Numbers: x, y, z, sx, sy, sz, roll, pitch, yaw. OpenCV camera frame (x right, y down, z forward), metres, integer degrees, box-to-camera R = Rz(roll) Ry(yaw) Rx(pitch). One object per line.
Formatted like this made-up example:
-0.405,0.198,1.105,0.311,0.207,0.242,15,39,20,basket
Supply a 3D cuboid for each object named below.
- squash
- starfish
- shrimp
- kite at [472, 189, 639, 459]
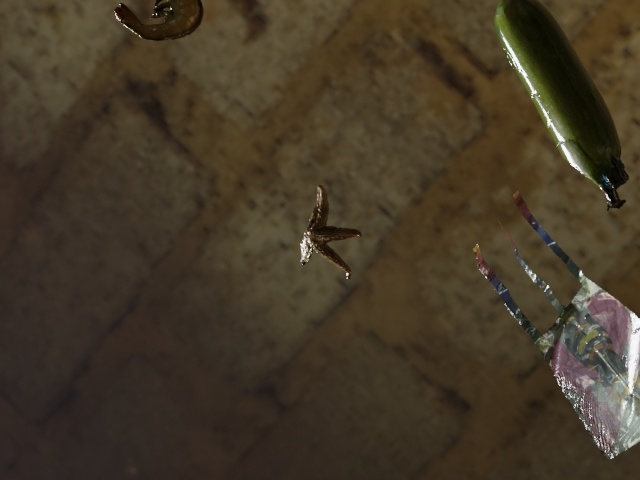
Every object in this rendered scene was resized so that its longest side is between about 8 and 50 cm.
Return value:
0.314,-0.181,1.992,0.087,0.331,0.087,-20,-26,-10,squash
-0.003,0.002,2.194,0.041,0.133,0.130,-11,-27,-44,starfish
-0.242,-0.359,2.238,0.124,0.178,0.034,-21,-17,-7,shrimp
0.322,0.107,2.019,0.022,0.360,0.204,-13,-36,-40,kite
